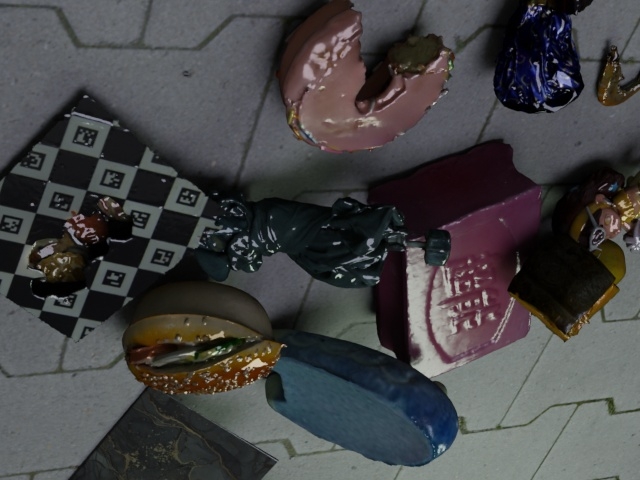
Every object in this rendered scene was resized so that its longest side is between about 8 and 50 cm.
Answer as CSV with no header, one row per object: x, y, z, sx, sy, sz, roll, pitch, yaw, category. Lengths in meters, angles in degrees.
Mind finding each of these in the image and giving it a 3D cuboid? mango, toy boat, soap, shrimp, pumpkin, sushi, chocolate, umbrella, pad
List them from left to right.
-0.301,-0.027,1.640,0.290,0.050,0.264,-39,126,17,sushi
-0.270,0.409,2.068,0.247,0.007,0.367,34,115,-16,pad
0.000,0.000,1.716,0.348,0.094,0.143,7,148,-1,umbrella
0.062,0.225,1.979,0.123,0.329,0.215,-55,152,-35,toy boat
0.199,0.040,1.945,0.232,0.128,0.360,-21,141,-13,soap
0.269,-0.323,1.617,0.148,0.126,0.343,4,136,19,chocolate
0.360,0.068,1.908,0.131,0.126,0.248,-52,164,-2,pumpkin
0.399,0.052,2.098,0.194,0.092,0.130,-11,153,-11,mango
0.436,-0.243,1.856,0.091,0.025,0.127,-27,145,-2,shrimp

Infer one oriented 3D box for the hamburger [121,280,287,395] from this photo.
-0.168,0.144,1.794,0.236,0.147,0.237,0,159,0,hamburger

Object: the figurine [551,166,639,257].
0.469,-0.056,2.008,0.240,0.116,0.175,-21,143,-19,figurine

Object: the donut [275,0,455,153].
0.043,-0.202,1.622,0.232,0.085,0.199,15,124,-41,donut
